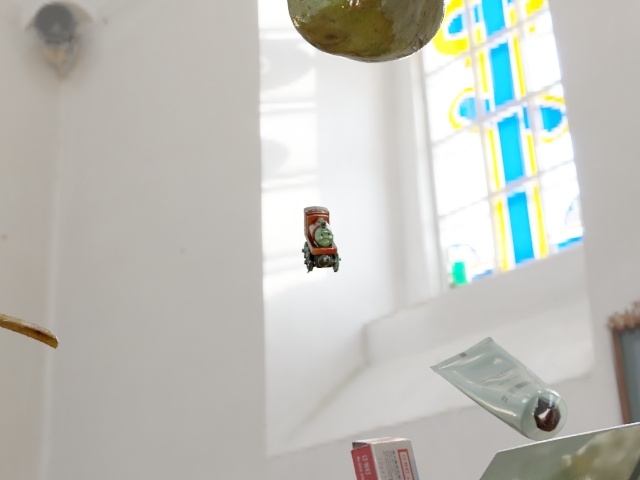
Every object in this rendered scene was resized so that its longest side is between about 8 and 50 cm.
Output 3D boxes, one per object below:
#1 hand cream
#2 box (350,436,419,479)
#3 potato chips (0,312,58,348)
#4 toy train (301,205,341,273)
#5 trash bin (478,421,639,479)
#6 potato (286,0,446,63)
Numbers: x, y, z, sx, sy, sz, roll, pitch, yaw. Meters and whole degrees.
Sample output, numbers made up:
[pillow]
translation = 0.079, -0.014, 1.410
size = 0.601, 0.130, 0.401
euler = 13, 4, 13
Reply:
[hand cream]
translation = 0.259, 0.203, 1.606
size = 0.109, 0.067, 0.321
euler = -26, 17, -8
[box]
translation = 0.126, 0.450, 1.907
size = 0.050, 0.229, 0.123
euler = -23, -18, 34
[potato chips]
translation = -0.458, 0.109, 1.530
size = 0.204, 0.026, 0.037
euler = 18, -66, -24
[toy train]
translation = 0.000, 0.000, 1.305
size = 0.044, 0.064, 0.103
euler = -1, 15, -6
[trash bin]
translation = 0.410, 0.419, 1.786
size = 0.344, 0.223, 0.158
euler = -17, -69, 47
[potato]
translation = 0.067, -0.322, 1.416
size = 0.228, 0.197, 0.148
euler = 6, -32, -40
